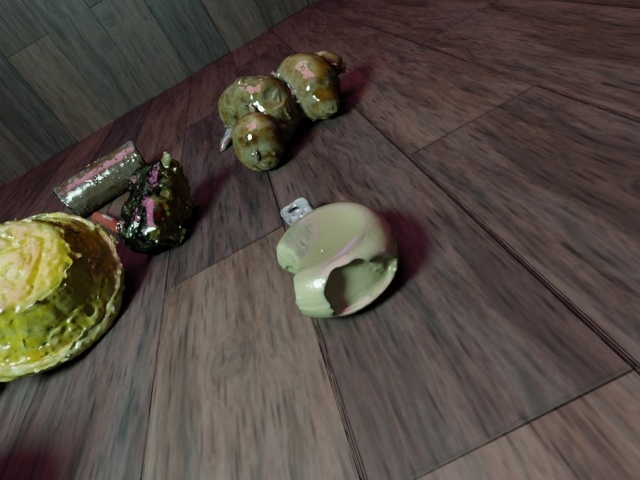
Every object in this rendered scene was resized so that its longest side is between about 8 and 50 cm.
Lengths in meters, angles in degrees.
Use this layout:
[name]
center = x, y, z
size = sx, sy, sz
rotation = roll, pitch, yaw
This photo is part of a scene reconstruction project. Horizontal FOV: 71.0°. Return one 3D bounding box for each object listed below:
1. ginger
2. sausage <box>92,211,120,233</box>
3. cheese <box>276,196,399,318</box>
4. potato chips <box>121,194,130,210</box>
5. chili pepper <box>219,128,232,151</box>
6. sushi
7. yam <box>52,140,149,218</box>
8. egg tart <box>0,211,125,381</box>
[ginger]
center = -0.078, -0.327, 1.069
size = 0.375, 0.176, 0.256
rotation = -40, 52, -17
[sausage]
center = -0.571, -0.050, 1.206
size = 0.034, 0.034, 0.253
rotation = -46, 35, -22
[cheese]
center = 0.000, 0.000, 0.649
size = 0.163, 0.082, 0.286
rotation = -35, 31, -7
[potato chips]
center = -0.432, -0.106, 1.155
size = 0.150, 0.049, 0.202
rotation = -31, 31, -7
[chili pepper]
center = -0.249, -0.313, 1.291
size = 0.153, 0.041, 0.050
rotation = -53, -3, -30
[sushi]
center = -0.337, -0.068, 0.964
size = 0.115, 0.147, 0.212
rotation = -10, 56, 19
[yam]
center = -0.659, -0.181, 1.370
size = 0.279, 0.131, 0.131
rotation = -35, 33, -7
[egg tart]
center = -0.520, 0.071, 0.793
size = 0.341, 0.132, 0.341
rotation = 3, 56, -5
